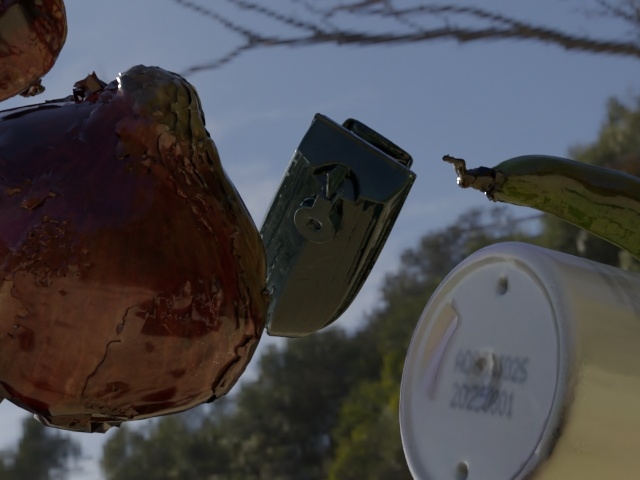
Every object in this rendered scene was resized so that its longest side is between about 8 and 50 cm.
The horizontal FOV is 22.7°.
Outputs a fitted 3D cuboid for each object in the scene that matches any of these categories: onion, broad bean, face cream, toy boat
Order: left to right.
[{"bbox_3d":[-0.213,-0.131,1.033,0.107,0.107,0.097,-16,-56,20],"label":"onion"},{"bbox_3d":[-0.100,-0.008,0.706,0.184,0.184,0.147,6,-64,-34],"label":"onion"},{"bbox_3d":[0.000,0.000,1.239,0.093,0.103,0.246,33,-41,7],"label":"toy boat"},{"bbox_3d":[0.250,-0.016,1.288,0.325,0.075,0.067,18,-46,0],"label":"broad bean"},{"bbox_3d":[0.196,0.084,0.609,0.346,0.102,0.102,16,-30,-29],"label":"face cream"}]
